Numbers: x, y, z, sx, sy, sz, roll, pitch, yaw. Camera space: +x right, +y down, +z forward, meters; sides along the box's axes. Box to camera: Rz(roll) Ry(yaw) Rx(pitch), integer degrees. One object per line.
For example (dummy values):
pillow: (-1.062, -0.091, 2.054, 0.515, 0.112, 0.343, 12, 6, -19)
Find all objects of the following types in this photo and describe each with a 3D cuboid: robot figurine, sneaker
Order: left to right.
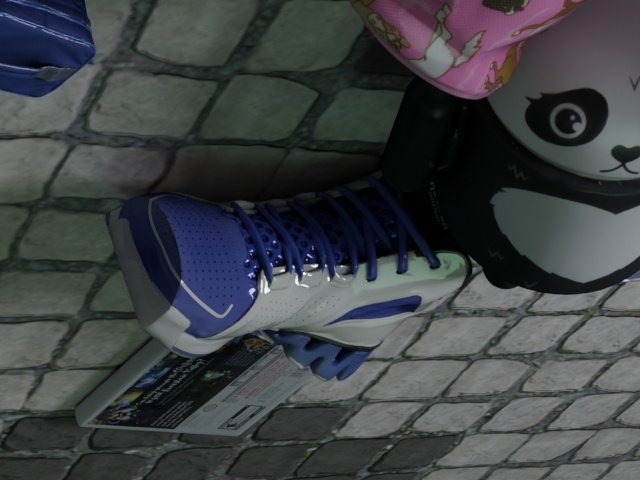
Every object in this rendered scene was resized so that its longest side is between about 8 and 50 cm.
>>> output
sneaker: (0.001, 0.000, 1.364, 0.182, 0.127, 0.315, -33, 155, 24)
robot figurine: (0.169, -0.070, 1.242, 0.209, 0.173, 0.278, -40, 162, -26)

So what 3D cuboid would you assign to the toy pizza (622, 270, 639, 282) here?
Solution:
toy pizza: (0.282, -0.029, 1.530, 0.201, 0.032, 0.201, -12, 150, -7)

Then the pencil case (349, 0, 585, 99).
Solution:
pencil case: (0.175, -0.227, 0.981, 0.386, 0.160, 0.167, -34, 127, 31)

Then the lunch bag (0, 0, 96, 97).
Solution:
lunch bag: (-0.181, -0.124, 1.082, 0.098, 0.065, 0.067, 12, 142, -42)

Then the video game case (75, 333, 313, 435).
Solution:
video game case: (-0.090, 0.115, 1.618, 0.173, 0.022, 0.190, 8, 145, -38)
